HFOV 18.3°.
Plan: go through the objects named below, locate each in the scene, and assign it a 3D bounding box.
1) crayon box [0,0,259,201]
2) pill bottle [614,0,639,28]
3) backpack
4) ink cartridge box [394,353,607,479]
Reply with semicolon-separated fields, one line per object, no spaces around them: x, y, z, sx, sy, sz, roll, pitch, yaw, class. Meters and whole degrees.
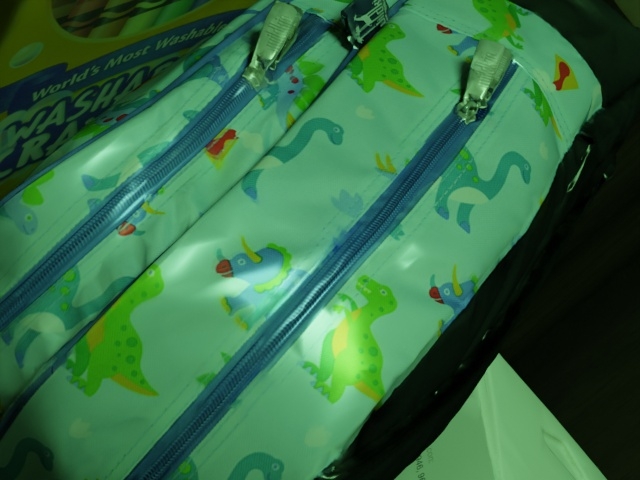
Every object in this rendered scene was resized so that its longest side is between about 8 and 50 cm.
-0.101;-0.125;0.918;0.203;0.083;0.323;-26;163;-40;crayon box
0.363;-0.281;1.261;0.392;0.224;0.224;-34;167;-14;pill bottle
-0.025;0.024;0.933;0.290;0.273;0.355;-42;-162;42;backpack
0.027;0.200;1.149;0.273;0.115;0.198;-27;129;19;ink cartridge box
